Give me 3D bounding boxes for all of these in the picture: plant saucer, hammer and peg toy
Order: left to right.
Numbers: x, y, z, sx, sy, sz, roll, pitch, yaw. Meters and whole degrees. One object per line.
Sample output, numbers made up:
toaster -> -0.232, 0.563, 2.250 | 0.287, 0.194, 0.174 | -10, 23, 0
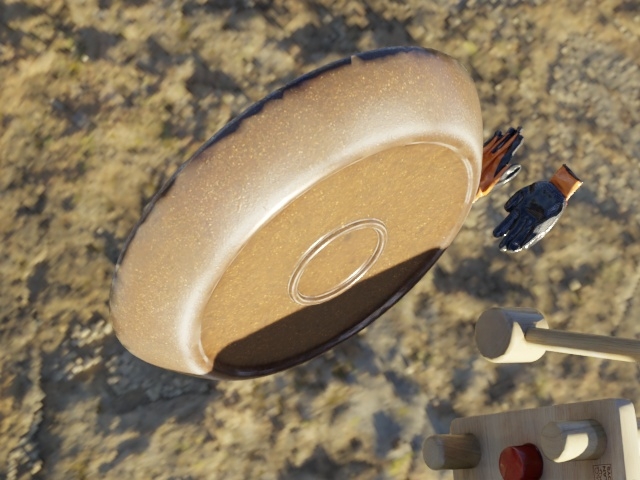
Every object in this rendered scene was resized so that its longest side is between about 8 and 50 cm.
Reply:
plant saucer -> 0.000, 0.000, 0.498 | 0.168, 0.168, 0.029 | -13, 53, -39
hammer and peg toy -> 0.214, 0.233, 1.255 | 0.127, 0.266, 0.361 | 3, 78, -32

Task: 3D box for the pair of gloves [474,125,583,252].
pair of gloves -> 0.134, -0.036, 0.909 | 0.083, 0.074, 0.010 | 45, 10, 31
